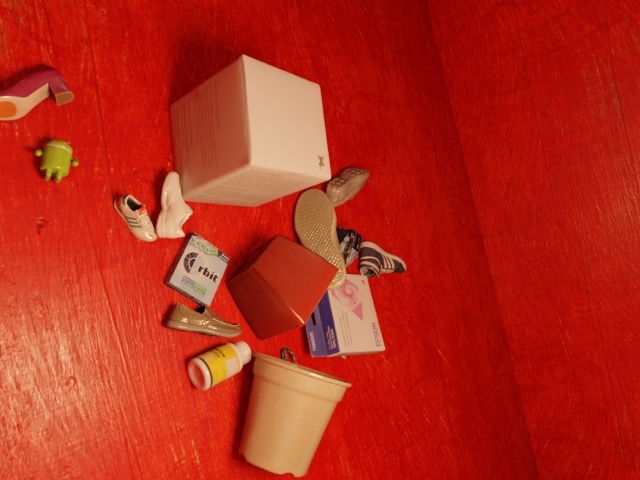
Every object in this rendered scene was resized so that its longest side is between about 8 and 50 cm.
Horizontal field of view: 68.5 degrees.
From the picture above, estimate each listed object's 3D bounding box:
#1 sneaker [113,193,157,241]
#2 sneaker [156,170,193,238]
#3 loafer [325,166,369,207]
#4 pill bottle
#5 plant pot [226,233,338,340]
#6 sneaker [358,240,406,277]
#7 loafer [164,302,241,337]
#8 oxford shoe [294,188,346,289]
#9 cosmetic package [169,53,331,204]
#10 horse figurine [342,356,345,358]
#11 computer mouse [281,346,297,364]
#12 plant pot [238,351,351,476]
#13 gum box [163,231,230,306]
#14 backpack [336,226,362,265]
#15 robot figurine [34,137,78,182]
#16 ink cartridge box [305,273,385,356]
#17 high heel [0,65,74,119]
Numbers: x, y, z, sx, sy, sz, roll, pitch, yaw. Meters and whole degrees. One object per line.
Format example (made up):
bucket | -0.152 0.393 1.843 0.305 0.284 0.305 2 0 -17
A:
sneaker | -0.522 -0.065 1.353 0.161 0.075 0.057 57 45 -19
sneaker | -0.435 -0.106 1.430 0.094 0.080 0.212 4 75 -5
loafer | 0.118 -0.240 2.084 0.319 0.112 0.111 -35 141 -47
pill bottle | -0.306 0.377 1.447 0.184 0.103 0.103 -18 93 -48
plant pot | -0.149 0.141 1.583 0.236 0.267 0.267 46 49 -13
sneaker | 0.279 0.128 2.145 0.282 0.099 0.153 30 54 -31
loafer | -0.348 0.245 1.443 0.251 0.094 0.087 22 69 -42
oxford shoe | 0.000 0.000 1.831 0.130 0.169 0.449 72 3 -63
cosmetic package | -0.228 -0.314 1.500 0.330 0.394 0.327 3 78 -48
horse figurine | 0.086 0.350 1.903 0.174 0.066 0.263 46 50 -30
computer mouse | -0.111 0.503 1.679 0.071 0.041 0.241 -1 74 -26
plant pot | -0.103 0.550 1.484 0.334 0.334 0.305 28 73 -39
gum box | -0.384 0.093 1.484 0.157 0.041 0.184 41 52 -32
backpack | 0.080 0.039 1.921 0.117 0.158 0.173 32 70 -59
robot figurine | -0.686 -0.211 1.222 0.101 0.067 0.115 13 69 -32
ink cartridge box | 0.083 0.284 1.835 0.330 0.071 0.323 8 60 -39
high heel | -0.770 -0.383 1.191 0.244 0.082 0.117 -32 75 -34
